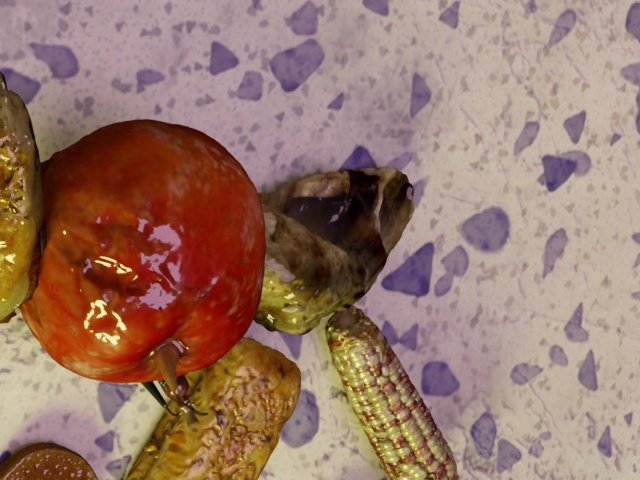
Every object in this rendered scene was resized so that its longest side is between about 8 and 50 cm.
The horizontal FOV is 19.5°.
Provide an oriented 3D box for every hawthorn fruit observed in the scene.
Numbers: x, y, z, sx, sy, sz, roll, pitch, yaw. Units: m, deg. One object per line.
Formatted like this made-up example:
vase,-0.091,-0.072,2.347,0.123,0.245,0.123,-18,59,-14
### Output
hawthorn fruit,-0.152,0.040,1.606,0.242,0.242,0.272,-7,69,-35

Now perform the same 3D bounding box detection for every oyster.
oyster,0.001,-0.005,1.834,0.294,0.094,0.166,-31,109,-34

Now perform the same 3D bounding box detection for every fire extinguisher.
fire extinguisher,-0.151,0.132,1.758,0.046,0.100,0.032,-35,164,9

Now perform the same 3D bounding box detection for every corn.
corn,0.071,0.172,1.927,0.079,0.079,0.237,-41,120,-23

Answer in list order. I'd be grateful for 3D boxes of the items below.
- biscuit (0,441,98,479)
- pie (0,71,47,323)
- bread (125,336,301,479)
biscuit,-0.258,0.272,1.738,0.124,0.026,0.175,-21,112,-30
pie,-0.359,-0.023,1.487,0.308,0.085,0.308,-3,118,-6
bread,-0.103,0.193,1.802,0.114,0.083,0.211,32,79,-33
